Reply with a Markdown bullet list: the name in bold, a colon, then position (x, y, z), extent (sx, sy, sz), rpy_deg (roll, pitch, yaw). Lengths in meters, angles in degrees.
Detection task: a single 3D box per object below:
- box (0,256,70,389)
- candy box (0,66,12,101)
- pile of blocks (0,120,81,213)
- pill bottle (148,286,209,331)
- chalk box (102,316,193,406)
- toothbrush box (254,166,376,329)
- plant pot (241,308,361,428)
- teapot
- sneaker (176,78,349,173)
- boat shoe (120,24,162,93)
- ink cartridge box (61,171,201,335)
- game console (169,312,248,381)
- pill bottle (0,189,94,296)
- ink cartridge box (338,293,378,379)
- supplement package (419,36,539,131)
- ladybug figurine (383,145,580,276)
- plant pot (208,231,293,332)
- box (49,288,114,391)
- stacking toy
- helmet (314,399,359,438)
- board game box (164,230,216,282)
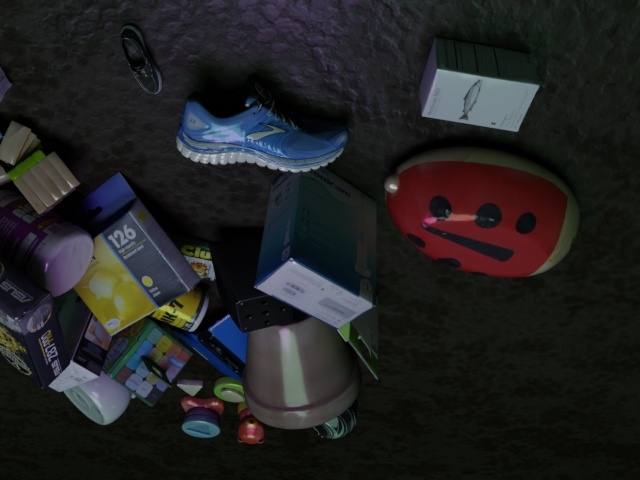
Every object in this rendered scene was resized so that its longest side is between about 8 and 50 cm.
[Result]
- **box**: position (-0.733, 0.120, 1.381), extent (0.395, 0.097, 0.318), rpy_deg (32, 140, 11)
- **candy box**: position (-0.706, -0.337, 1.180), extent (0.165, 0.070, 0.196), rpy_deg (-7, 137, 12)
- **pile of blocks**: position (-0.678, -0.187, 1.342), extent (0.362, 0.149, 0.112), rpy_deg (28, 177, -12)
- **pill bottle**: position (-0.407, 0.149, 1.664), extent (0.209, 0.119, 0.119), rpy_deg (25, 135, -21)
- **chalk box**: position (-0.483, 0.302, 1.701), extent (0.289, 0.179, 0.180), rpy_deg (18, 154, 43)
- **toothbrush box**: position (0.000, 0.000, 1.325), extent (0.216, 0.295, 0.126), rpy_deg (30, 134, -27)
- **plant pot**: position (-0.063, 0.274, 1.666), extent (0.323, 0.323, 0.280), rpy_deg (-3, 120, 8)
- **teapot**: position (-0.664, 0.419, 1.953), extent (0.252, 0.187, 0.256), rpy_deg (50, 144, -7)
- **sneaker**: position (-0.099, -0.219, 1.204), extent (0.330, 0.129, 0.147), rpy_deg (0, 123, -17)
- **boat shoe**: position (-0.335, -0.326, 1.179), extent (0.049, 0.040, 0.142), rpy_deg (-5, 137, 10)
- **ink cartridge box**: position (-0.481, 0.042, 1.496), extent (0.304, 0.072, 0.307), rpy_deg (-29, 104, 31)
- **game console**: position (-0.248, 0.285, 1.871), extent (0.250, 0.173, 0.293), rpy_deg (12, 149, 42)
- **pill bottle**: position (-0.676, -0.011, 1.422), extent (0.302, 0.169, 0.169), rpy_deg (27, 139, 11)
- **ink cartridge box**: position (0.068, 0.192, 1.563), extent (0.097, 0.255, 0.188), rpy_deg (-14, 135, 20)
- **supplement package**: position (0.276, -0.276, 1.130), extent (0.179, 0.105, 0.105), rpy_deg (8, 139, -3)
- **ladybug figurine**: position (0.339, -0.041, 1.346), extent (0.450, 0.161, 0.305), rpy_deg (15, 138, -11)
- **plant pot**: position (-0.150, 0.107, 1.517), extent (0.188, 0.167, 0.187), rpy_deg (-11, 139, -10)
- **box**: position (-0.606, 0.225, 1.640), extent (0.169, 0.290, 0.087), rpy_deg (-23, 130, 30)
- **stacking toy**: position (-0.337, 0.581, 2.136), extent (0.309, 0.130, 0.279), rpy_deg (-4, 138, 9)
- **helmet**: position (0.041, 0.550, 2.042), extent (0.169, 0.169, 0.161), rpy_deg (-20, 116, 25)
- **board game box**: position (-0.300, 0.049, 1.609), extent (0.260, 0.030, 0.136), rpy_deg (13, 136, -9)
